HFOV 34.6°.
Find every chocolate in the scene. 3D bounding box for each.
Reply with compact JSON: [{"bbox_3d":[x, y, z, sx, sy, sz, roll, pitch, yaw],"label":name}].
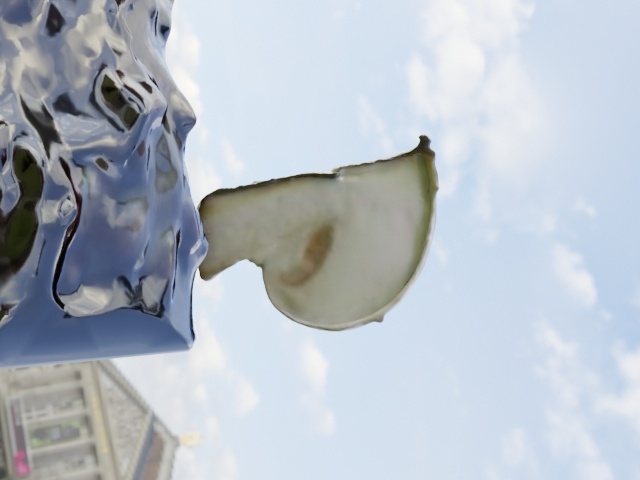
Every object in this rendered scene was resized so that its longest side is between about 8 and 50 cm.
[{"bbox_3d":[-0.141,-0.065,0.394,0.206,0.224,0.176,16,-85,30],"label":"chocolate"}]

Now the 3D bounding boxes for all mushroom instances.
[{"bbox_3d":[0.006,0.011,1.014,0.173,0.236,0.162,47,32,-84],"label":"mushroom"}]
